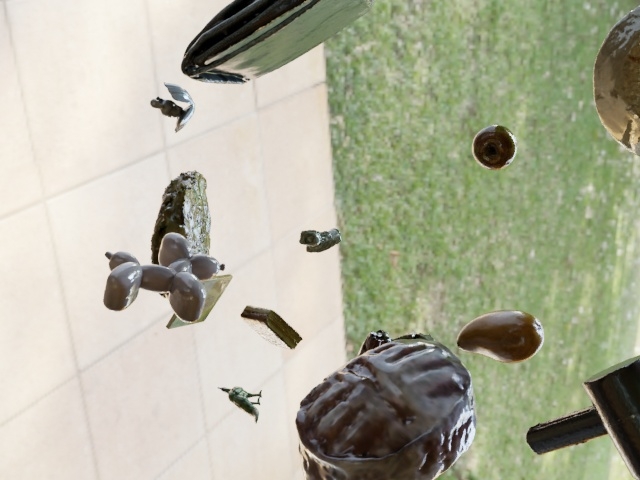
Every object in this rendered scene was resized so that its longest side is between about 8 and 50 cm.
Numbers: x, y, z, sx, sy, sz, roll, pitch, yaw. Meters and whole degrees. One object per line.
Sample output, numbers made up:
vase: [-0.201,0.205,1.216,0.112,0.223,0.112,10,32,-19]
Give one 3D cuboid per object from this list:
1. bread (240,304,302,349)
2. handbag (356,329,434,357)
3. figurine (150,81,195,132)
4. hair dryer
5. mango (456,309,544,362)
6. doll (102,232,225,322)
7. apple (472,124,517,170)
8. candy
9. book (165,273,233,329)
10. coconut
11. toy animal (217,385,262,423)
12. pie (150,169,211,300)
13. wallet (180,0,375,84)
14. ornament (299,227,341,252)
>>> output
bread: [-0.091,0.157,1.627,0.090,0.094,0.035,46,69,-26]
handbag: [0.124,0.293,1.894,0.212,0.127,0.235,4,119,-46]
figurine: [-0.302,-0.276,1.814,0.086,0.094,0.082,37,98,-22]
hair dryer: [0.482,0.352,1.506,0.116,0.302,0.244,-17,77,-36]
mango: [0.339,0.180,1.670,0.085,0.184,0.102,40,62,-26]
doll: [-0.200,0.043,1.156,0.160,0.160,0.059,-107,-150,-59]
apple: [0.344,-0.183,1.757,0.074,0.089,0.090,-8,103,-65]
candy: [0.097,0.258,1.300,0.289,0.214,0.157,-29,126,-26]
book: [-0.238,0.119,1.768,0.118,0.012,0.172,-56,167,9]
coconut: [0.631,-0.284,1.569,0.323,0.322,0.323,-22,116,-58]
toy animal: [-0.154,0.357,1.960,0.074,0.217,0.041,3,100,-30]
pie: [-0.311,-0.001,2.037,0.288,0.102,0.355,-82,173,-53]
wallet: [-0.045,-0.280,1.132,0.075,0.237,0.342,57,12,-4]
ornament: [0.003,0.000,1.550,0.092,0.068,0.041,27,47,-81]
